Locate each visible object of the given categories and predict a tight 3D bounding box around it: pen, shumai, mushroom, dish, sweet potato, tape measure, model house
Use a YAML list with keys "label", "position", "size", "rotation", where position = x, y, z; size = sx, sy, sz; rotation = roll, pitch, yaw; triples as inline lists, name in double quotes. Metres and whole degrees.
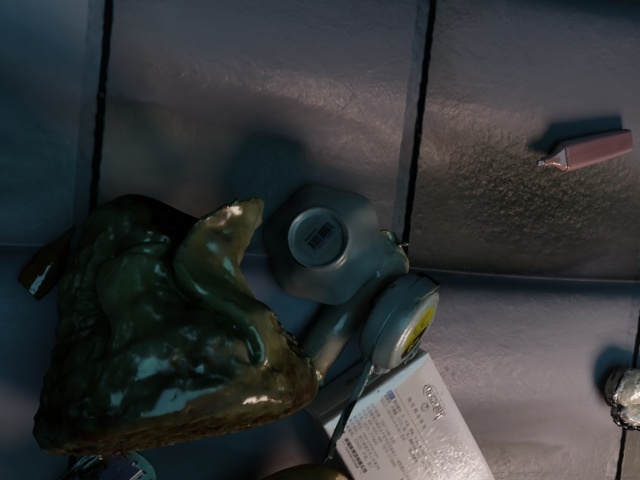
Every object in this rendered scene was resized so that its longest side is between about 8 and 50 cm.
- label: "pen"
  position: [0.454, -0.153, 1.514]
  size: [0.197, 0.032, 0.053]
  rotation: [-14, 103, -21]
- label: "shumai"
  position: [-0.215, 0.104, 1.175]
  size: [0.395, 0.395, 0.348]
  rotation: [-12, 79, -18]
- label: "mushroom"
  position: [0.044, 0.106, 1.366]
  size: [0.099, 0.096, 0.278]
  rotation: [36, 88, -19]
- label: "dish"
  position: [0.000, 0.000, 1.300]
  size: [0.191, 0.066, 0.190]
  rotation: [-1, 81, 9]
- label: "sweet potato"
  position: [-0.376, 0.027, 1.228]
  size: [0.049, 0.049, 0.117]
  rotation: [37, 73, -21]
- label: "tape measure"
  position: [0.069, 0.168, 1.265]
  size: [0.330, 0.084, 0.164]
  rotation: [-42, 149, -39]
- label: "model house"
  position: [-0.319, 0.376, 1.270]
  size: [0.167, 0.088, 0.117]
  rotation: [-37, 107, -12]

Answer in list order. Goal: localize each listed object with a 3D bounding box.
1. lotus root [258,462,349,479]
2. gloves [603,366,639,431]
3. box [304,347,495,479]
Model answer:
- label: "lotus root"
  position: [-0.091, 0.456, 1.326]
  size: [0.343, 0.151, 0.169]
  rotation: [-27, 90, 9]
- label: "gloves"
  position: [0.582, 0.293, 1.603]
  size: [0.153, 0.070, 0.114]
  rotation: [20, 97, -21]
- label: "box"
  position: [0.127, 0.326, 1.413]
  size: [0.203, 0.116, 0.274]
  rotation: [-33, 108, -12]
